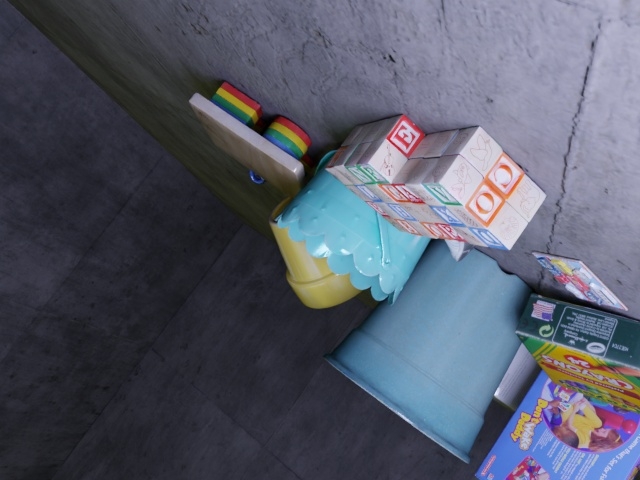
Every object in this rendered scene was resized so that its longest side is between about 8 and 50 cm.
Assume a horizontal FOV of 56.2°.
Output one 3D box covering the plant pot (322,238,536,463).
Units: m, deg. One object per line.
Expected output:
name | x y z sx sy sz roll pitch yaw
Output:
plant pot | 0.239 0.196 1.195 0.341 0.334 0.341 35 172 6

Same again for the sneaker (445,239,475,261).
sneaker | 0.234 -0.014 1.027 0.061 0.054 0.152 42 171 28

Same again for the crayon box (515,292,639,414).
crayon box | 0.490 0.216 1.044 0.202 0.081 0.318 14 160 42

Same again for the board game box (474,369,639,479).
board game box | 0.507 0.399 1.195 0.233 0.347 0.078 30 171 41

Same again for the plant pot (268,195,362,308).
plant pot | 0.000 0.000 1.499 0.239 0.254 0.254 57 164 -26

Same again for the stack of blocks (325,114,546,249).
stack of blocks | 0.140 -0.085 0.830 0.171 0.087 0.297 39 172 -19

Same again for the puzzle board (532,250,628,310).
puzzle board | 0.392 0.063 0.911 0.128 0.011 0.096 38 173 -22

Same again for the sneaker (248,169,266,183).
sneaker | -0.151 -0.187 1.525 0.083 0.087 0.221 38 172 -8

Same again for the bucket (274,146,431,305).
bucket | 0.074 -0.031 1.110 0.281 0.183 0.281 35 172 6

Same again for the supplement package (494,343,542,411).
supplement package | 0.414 0.279 1.535 0.293 0.175 0.177 34 174 13

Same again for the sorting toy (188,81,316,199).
sorting toy | -0.119 -0.206 1.250 0.255 0.089 0.257 35 172 7
